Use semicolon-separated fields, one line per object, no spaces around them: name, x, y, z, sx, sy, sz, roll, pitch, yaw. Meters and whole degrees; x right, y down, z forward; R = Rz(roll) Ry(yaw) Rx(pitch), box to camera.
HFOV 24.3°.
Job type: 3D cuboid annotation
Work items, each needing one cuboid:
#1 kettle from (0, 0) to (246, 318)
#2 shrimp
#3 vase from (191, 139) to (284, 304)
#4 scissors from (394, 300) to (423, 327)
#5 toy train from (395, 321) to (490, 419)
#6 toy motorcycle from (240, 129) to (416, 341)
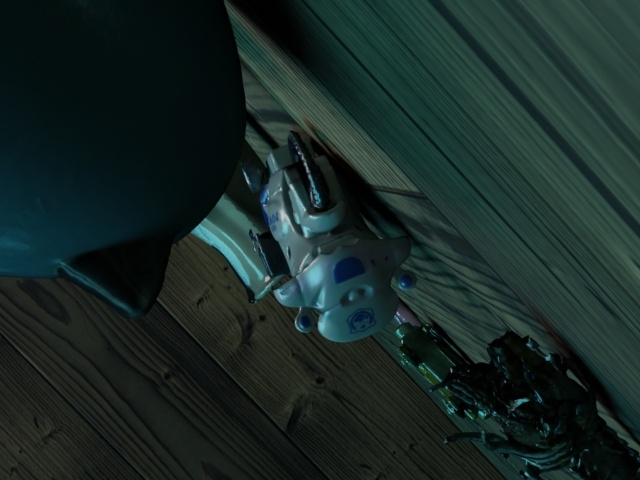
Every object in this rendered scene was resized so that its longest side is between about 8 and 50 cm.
kettle;-0.165;-0.131;0.718;0.342;0.247;0.319;36;-142;-58
shrimp;0.129;0.110;0.846;0.174;0.082;0.076;40;175;-27
vase;-0.154;-0.103;1.336;0.360;0.165;0.165;43;177;-5
scissors;0.058;0.049;1.540;0.212;0.021;0.110;47;175;-15
toy train;0.120;0.126;1.422;0.122;0.050;0.081;45;-179;15
toy motorcycle;0.000;0.000;1.076;0.221;0.102;0.150;146;102;-84
